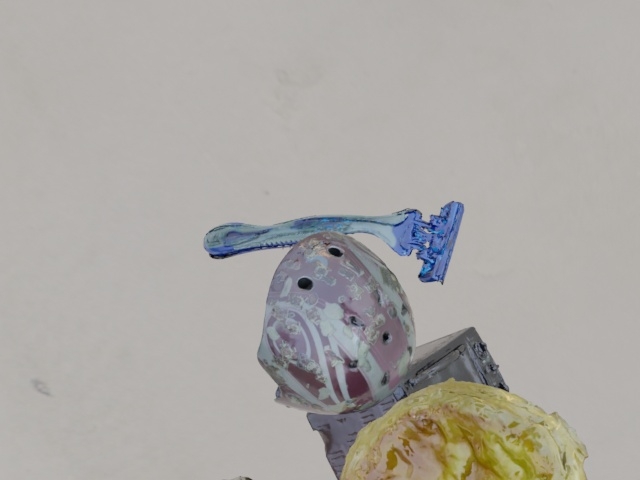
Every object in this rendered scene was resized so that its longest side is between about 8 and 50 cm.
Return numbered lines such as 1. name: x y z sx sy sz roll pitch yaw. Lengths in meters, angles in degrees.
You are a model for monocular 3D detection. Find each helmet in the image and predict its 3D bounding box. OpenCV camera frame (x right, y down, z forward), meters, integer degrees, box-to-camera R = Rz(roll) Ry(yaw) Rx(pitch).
1. helmet: 0.027 0.087 1.208 0.107 0.177 0.153 25 56 33

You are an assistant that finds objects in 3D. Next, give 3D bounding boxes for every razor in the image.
1. razor: -0.005 -0.007 1.417 0.324 0.056 0.093 0 57 34

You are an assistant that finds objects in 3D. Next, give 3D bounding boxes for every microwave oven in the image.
1. microwave oven: 0.139 0.249 1.810 0.188 0.247 0.178 -23 92 35

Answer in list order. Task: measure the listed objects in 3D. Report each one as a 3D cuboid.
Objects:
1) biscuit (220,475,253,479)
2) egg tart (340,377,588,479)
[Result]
1. biscuit: -0.013 0.180 0.453 0.038 0.141 0.289 -10 44 -3
2. egg tart: 0.164 0.313 1.453 0.341 0.132 0.341 -8 77 40
